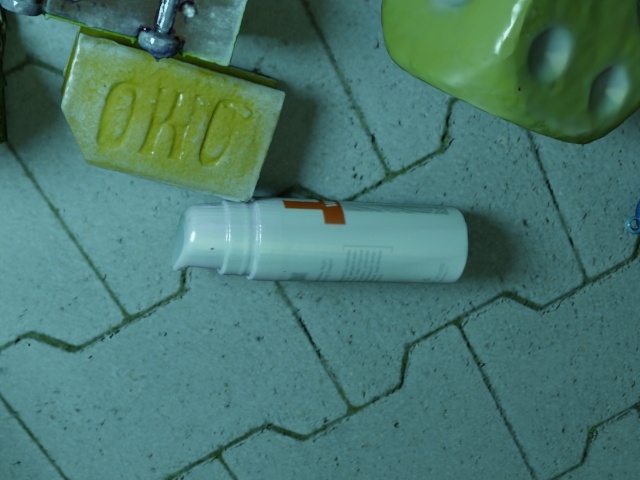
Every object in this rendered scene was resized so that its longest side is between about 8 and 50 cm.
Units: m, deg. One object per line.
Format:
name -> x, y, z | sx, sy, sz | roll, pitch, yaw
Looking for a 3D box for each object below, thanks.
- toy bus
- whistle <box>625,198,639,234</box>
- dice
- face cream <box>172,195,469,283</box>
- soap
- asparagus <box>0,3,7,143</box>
toy bus -> -0.224, -0.270, 1.110 | 0.302, 0.139, 0.113 | 14, 110, -12
whistle -> 0.466, -0.039, 1.431 | 0.158, 0.090, 0.090 | -16, 118, -8
dice -> 0.224, -0.250, 1.166 | 0.233, 0.227, 0.238 | 13, 107, -36
face cream -> 0.000, 0.000, 1.315 | 0.346, 0.102, 0.102 | 3, 114, -17
soap -> -0.170, -0.137, 1.218 | 0.232, 0.073, 0.140 | 14, 106, -20
asparagus -> -0.346, -0.183, 1.169 | 0.030, 0.036, 0.165 | -3, 115, -24
